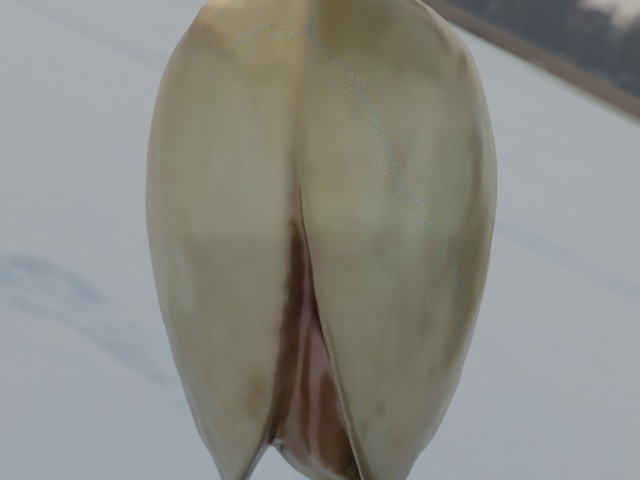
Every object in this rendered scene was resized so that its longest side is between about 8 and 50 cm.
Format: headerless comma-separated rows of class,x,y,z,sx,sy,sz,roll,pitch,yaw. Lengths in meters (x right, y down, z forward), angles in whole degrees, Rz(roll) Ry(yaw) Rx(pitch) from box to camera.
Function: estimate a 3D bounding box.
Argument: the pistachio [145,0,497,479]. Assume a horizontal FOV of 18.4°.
pistachio,0.000,0.000,1.050,0.187,0.299,0.187,0,14,0
